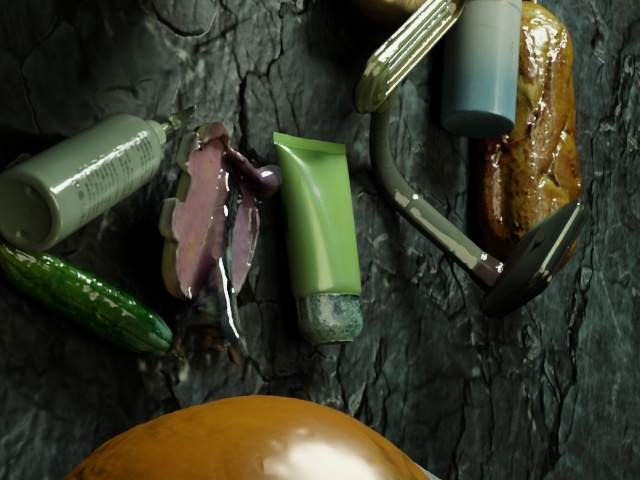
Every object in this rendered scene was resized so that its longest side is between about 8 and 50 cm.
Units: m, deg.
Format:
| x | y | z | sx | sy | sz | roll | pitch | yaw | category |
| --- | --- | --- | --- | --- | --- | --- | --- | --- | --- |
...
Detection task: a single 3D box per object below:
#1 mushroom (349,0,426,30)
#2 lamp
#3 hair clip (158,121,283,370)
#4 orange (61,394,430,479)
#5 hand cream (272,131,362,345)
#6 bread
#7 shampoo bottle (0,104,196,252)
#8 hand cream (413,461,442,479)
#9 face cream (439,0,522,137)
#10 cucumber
| x | y | z | sx | sy | sz | roll | pitch | yaw | category |
| --- | --- | --- | --- | --- | --- | --- | --- | --- | --- |
| 0.087 | -0.250 | 1.104 | 0.210 | 0.072 | 0.094 | -47 | 117 | -37 | mushroom |
| 0.140 | -0.090 | 1.079 | 0.283 | 0.124 | 0.203 | 48 | 61 | -16 | lamp |
| -0.076 | 0.003 | 0.862 | 0.146 | 0.056 | 0.187 | 53 | 34 | -59 | hair clip |
| -0.049 | 0.242 | 0.687 | 0.312 | 0.312 | 0.312 | 11 | 75 | -49 | orange |
| 0.000 | 0.000 | 0.982 | 0.095 | 0.046 | 0.175 | 3 | 75 | -49 | hand cream |
| 0.224 | -0.128 | 1.239 | 0.124 | 0.084 | 0.344 | 21 | 68 | -47 | bread |
| -0.145 | -0.052 | 0.798 | 0.195 | 0.056 | 0.056 | -44 | 118 | -59 | shampoo bottle |
| 0.070 | 0.336 | 0.975 | 0.140 | 0.089 | 0.314 | 36 | 55 | -16 | hand cream |
| 0.165 | -0.232 | 1.189 | 0.077 | 0.077 | 0.250 | 20 | 69 | -47 | face cream |
| -0.154 | 0.041 | 0.792 | 0.168 | 0.039 | 0.039 | 36 | 58 | -37 | cucumber |
